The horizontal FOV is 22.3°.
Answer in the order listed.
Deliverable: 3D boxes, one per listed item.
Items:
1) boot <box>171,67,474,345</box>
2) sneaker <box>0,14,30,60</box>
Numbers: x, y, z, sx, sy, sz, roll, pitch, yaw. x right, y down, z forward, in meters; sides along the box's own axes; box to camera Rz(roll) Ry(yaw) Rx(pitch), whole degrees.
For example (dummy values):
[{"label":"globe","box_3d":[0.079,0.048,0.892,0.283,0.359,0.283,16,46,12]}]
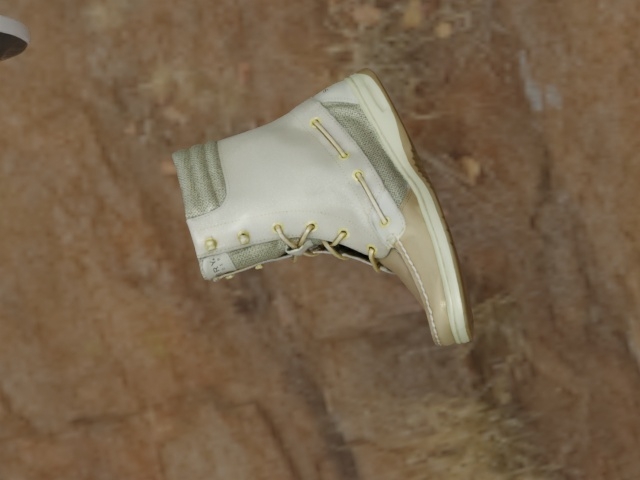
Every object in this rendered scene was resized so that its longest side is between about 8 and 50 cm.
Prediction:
[{"label":"boot","box_3d":[0.000,0.000,1.094,0.077,0.165,0.213,73,175,-64]},{"label":"sneaker","box_3d":[-0.391,-0.149,1.628,0.104,0.296,0.147,-9,94,29]}]
